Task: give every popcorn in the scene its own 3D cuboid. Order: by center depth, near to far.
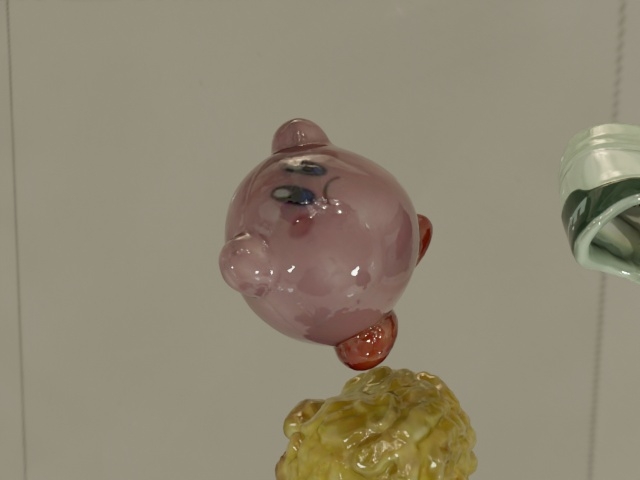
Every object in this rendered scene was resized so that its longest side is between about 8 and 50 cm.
[{"bbox_3d":[0.048,0.183,1.356,0.180,0.180,0.170,10,147,-11],"label":"popcorn"}]

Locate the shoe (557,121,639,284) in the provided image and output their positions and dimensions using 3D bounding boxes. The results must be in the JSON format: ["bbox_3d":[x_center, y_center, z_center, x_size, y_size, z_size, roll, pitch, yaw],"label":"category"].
[{"bbox_3d":[0.377,0.008,1.357,0.362,0.160,0.132,15,126,3],"label":"shoe"}]

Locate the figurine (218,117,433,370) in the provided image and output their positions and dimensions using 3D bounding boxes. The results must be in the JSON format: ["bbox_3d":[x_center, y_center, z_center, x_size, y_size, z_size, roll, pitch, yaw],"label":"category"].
[{"bbox_3d":[0.000,0.000,1.327,0.173,0.173,0.173,-2,106,-8],"label":"figurine"}]
